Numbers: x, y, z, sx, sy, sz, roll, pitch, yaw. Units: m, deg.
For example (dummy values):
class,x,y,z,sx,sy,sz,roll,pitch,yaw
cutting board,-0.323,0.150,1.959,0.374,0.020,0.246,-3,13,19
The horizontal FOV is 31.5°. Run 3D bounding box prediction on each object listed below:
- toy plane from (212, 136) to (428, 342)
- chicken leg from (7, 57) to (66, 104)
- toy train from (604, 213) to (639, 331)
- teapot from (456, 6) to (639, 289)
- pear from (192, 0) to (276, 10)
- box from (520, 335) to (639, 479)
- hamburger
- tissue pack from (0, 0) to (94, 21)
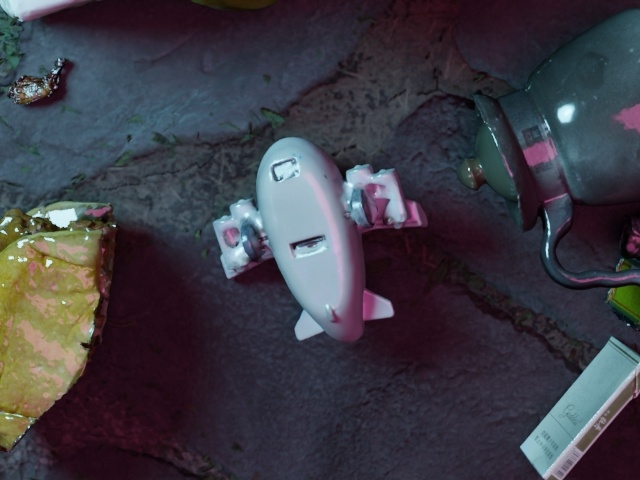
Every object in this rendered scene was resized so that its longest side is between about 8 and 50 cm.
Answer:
class,x,y,z,sx,sy,sz,roll,pitch,yaw
toy plane,-0.001,0.001,1.382,0.266,0.123,0.267,3,107,10
chicken leg,-0.337,-0.188,1.361,0.083,0.021,0.036,-27,93,-1
toy train,0.494,0.048,1.438,0.260,0.134,0.178,14,99,-8
teapot,0.311,-0.092,1.360,0.285,0.223,0.305,-20,103,6
pear,-0.056,-0.440,1.136,0.165,0.398,0.399,-4,105,37
box,0.343,0.220,1.466,0.029,0.109,0.198,38,95,-12
hamburger,-0.333,0.087,1.345,0.282,0.155,0.245,-32,99,4
tissue pack,-0.262,-0.435,1.234,0.266,0.194,0.357,-15,103,-7
